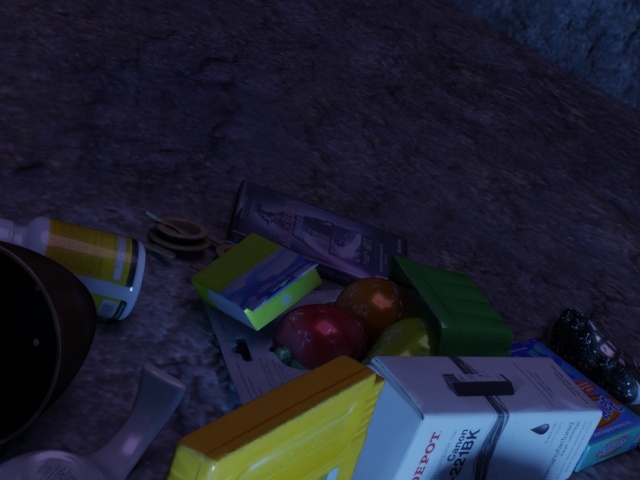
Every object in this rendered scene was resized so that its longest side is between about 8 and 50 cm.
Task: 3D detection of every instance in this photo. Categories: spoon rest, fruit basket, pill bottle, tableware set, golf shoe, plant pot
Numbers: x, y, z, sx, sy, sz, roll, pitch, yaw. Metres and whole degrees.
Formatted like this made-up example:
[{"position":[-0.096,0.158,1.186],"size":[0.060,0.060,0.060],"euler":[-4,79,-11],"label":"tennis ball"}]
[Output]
[{"position":[-0.236,0.232,1.565],"size":[0.137,0.084,0.276],"euler":[28,38,15],"label":"spoon rest"},{"position":[0.048,0.140,1.936],"size":[0.353,0.165,0.327],"euler":[-7,24,-12],"label":"fruit basket"},{"position":[-0.312,0.029,1.866],"size":[0.184,0.103,0.103],"euler":[15,25,-18],"label":"pill bottle"},{"position":[-0.149,0.003,2.104],"size":[0.194,0.039,0.128],"euler":[23,22,27],"label":"tableware set"},{"position":[0.408,0.178,2.244],"size":[0.094,0.077,0.198],"euler":[23,23,-37],"label":"golf shoe"},{"position":[-0.329,0.092,1.629],"size":[0.215,0.215,0.230],"euler":[27,11,10],"label":"plant pot"}]

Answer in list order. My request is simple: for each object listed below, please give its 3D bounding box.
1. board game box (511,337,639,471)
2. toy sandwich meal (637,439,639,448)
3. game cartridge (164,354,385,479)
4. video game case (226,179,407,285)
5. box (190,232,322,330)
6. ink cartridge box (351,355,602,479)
[{"position":[0.318,0.219,2.090],"size":[0.210,0.047,0.160],"euler":[38,28,30],"label":"board game box"},{"position":[0.476,0.281,2.121],"size":[0.086,0.029,0.085],"euler":[19,24,-9],"label":"toy sandwich meal"},{"position":[-0.068,0.269,1.308],"size":[0.053,0.323,0.285],"euler":[30,25,22],"label":"game cartridge"},{"position":[0.000,0.000,2.300],"size":[0.274,0.026,0.196],"euler":[21,24,-7],"label":"video game case"},{"position":[-0.078,0.052,1.942],"size":[0.109,0.042,0.178],"euler":[-37,28,-18],"label":"box"},{"position":[0.151,0.238,1.719],"size":[0.273,0.197,0.114],"euler":[4,30,-36],"label":"ink cartridge box"}]
